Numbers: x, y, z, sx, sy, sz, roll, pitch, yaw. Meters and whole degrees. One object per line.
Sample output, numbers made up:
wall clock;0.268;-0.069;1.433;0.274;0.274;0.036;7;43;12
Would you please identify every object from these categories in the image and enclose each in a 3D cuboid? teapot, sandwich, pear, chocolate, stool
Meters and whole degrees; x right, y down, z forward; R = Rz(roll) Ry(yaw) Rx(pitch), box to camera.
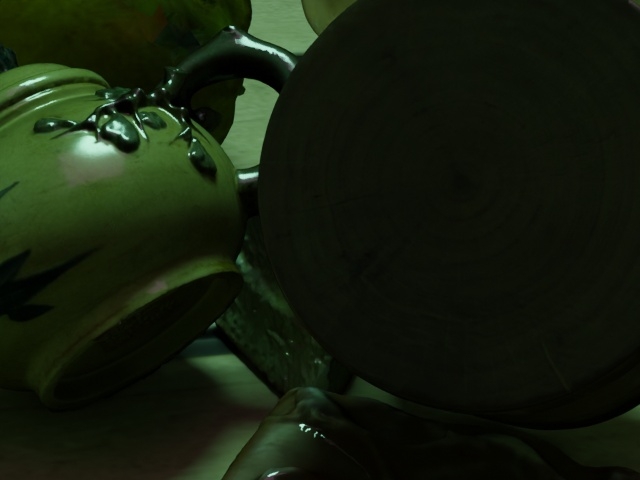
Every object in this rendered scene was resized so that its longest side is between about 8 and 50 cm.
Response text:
teapot;-0.125;-0.027;0.790;0.269;0.173;0.182;-35;75;-5
sandwich;0.000;0.000;0.900;0.096;0.094;0.258;14;25;7
pear;-0.199;-0.157;1.015;0.321;0.269;0.269;23;24;-7
chocolate;0.044;0.132;0.633;0.214;0.093;0.148;13;25;15
stool;0.092;-0.005;0.707;0.179;0.179;0.264;13;-5;15

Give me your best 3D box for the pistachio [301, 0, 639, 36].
pistachio;0.134;-0.208;1.250;0.309;0.230;0.230;20;28;16
